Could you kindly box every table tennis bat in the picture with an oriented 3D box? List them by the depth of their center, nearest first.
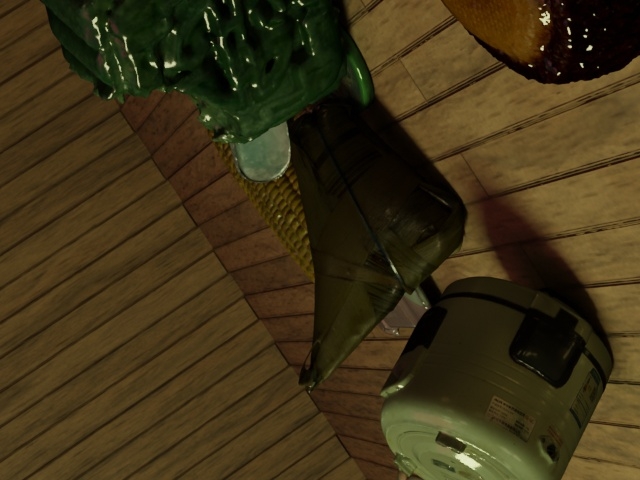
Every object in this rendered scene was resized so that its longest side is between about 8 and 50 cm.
[{"bbox_3d":[-0.009,-0.235,2.178,0.160,0.039,0.257,63,164,-21],"label":"table tennis bat"}]

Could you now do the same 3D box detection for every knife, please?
[{"bbox_3d":[0.117,0.094,2.568,0.132,0.038,0.398,58,170,-2],"label":"knife"}]

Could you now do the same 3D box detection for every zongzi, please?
[{"bbox_3d":[0.000,0.000,2.108,0.260,0.289,0.123,44,170,18],"label":"zongzi"}]

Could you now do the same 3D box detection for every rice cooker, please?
[{"bbox_3d":[0.195,0.160,1.928,0.226,0.244,0.226,27,156,14],"label":"rice cooker"}]

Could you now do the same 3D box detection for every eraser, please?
[{"bbox_3d":[-0.103,-0.210,2.327,0.227,0.081,0.174,-107,3,-50],"label":"eraser"}]

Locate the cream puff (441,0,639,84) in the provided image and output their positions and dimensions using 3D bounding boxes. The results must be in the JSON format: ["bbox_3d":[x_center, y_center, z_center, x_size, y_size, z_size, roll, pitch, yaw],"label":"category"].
[{"bbox_3d":[0.157,-0.225,1.190,0.239,0.165,0.239,52,167,17],"label":"cream puff"}]

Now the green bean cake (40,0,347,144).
[{"bbox_3d":[-0.134,-0.242,1.958,0.169,0.300,0.308,45,159,42],"label":"green bean cake"}]

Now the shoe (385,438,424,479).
[{"bbox_3d":[0.189,0.210,2.336,0.351,0.172,0.198,-101,18,-72],"label":"shoe"}]

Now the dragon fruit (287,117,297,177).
[{"bbox_3d":[-0.014,-0.141,2.347,0.126,0.068,0.112,-104,4,-45],"label":"dragon fruit"}]

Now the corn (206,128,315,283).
[{"bbox_3d":[-0.029,-0.075,2.453,0.387,0.144,0.144,54,169,33],"label":"corn"}]

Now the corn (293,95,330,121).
[{"bbox_3d":[0.053,-0.090,2.241,0.237,0.079,0.079,52,168,4],"label":"corn"}]
